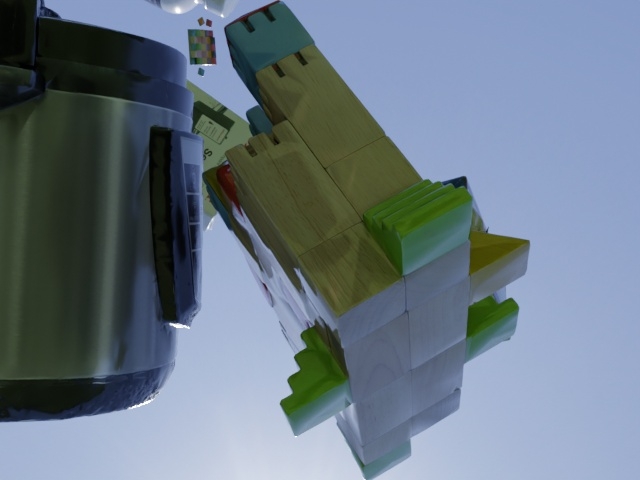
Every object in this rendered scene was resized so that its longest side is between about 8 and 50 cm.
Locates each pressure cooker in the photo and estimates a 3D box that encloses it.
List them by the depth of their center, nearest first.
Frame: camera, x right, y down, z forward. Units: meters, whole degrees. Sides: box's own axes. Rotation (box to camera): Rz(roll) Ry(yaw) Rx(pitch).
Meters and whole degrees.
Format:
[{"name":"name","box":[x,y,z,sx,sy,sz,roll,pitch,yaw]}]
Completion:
[{"name":"pressure cooker","box":[-0.304,-0.062,0.925,0.370,0.375,0.420,4,-89,34]}]

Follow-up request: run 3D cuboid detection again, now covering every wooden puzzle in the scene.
[{"name":"wooden puzzle","box":[-0.167,-0.273,1.391,0.006,0.049,0.083,2,-81,38]}]

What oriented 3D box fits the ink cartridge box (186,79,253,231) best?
[{"name":"ink cartridge box","box":[-0.198,-0.135,1.397,0.208,0.087,0.153,34,-108,-3]}]

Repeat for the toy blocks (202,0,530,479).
[{"name":"toy blocks","box":[0.000,0.000,0.765,0.191,0.381,0.261,-29,-119,-10]}]

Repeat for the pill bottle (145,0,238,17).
[{"name":"pill bottle","box":[-0.263,-0.458,1.470,0.323,0.181,0.181,26,-105,0]}]

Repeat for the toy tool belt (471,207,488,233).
[{"name":"toy tool belt","box":[0.132,0.011,0.884,0.052,0.083,0.051,-29,-122,-16]}]

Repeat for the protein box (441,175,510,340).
[{"name":"protein box","box":[0.143,0.048,1.392,0.200,0.201,0.136,-15,-142,18]}]
